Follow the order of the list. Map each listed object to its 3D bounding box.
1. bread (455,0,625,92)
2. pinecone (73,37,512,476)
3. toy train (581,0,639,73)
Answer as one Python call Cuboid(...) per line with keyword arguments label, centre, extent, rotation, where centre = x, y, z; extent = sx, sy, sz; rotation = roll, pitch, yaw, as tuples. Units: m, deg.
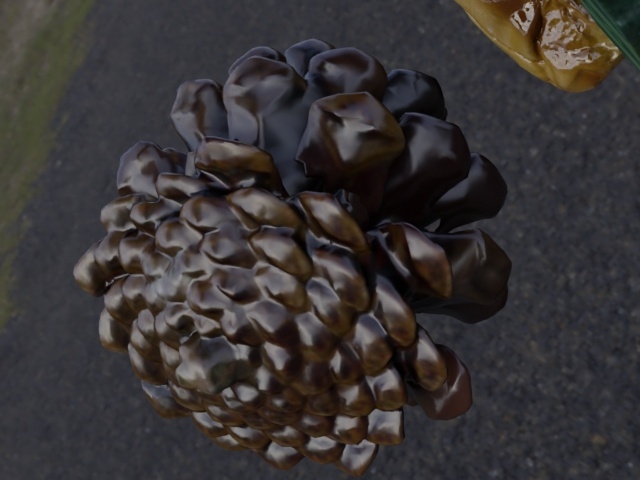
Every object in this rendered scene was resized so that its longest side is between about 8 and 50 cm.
Cuboid(label="bread", centre=(0.203, -0.288, 1.162), extent=(0.167, 0.294, 0.132), rotation=(-51, 1, -25))
Cuboid(label="pinecone", centre=(-0.008, -0.006, 0.706), extent=(0.264, 0.264, 0.264), rotation=(-41, 29, 29))
Cuboid(label="toy train", centre=(0.232, -0.240, 0.852), extent=(0.167, 0.299, 0.238), rotation=(-41, 67, 16))
